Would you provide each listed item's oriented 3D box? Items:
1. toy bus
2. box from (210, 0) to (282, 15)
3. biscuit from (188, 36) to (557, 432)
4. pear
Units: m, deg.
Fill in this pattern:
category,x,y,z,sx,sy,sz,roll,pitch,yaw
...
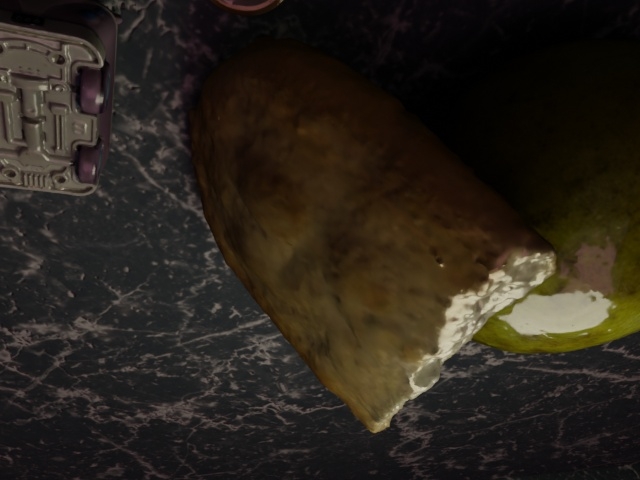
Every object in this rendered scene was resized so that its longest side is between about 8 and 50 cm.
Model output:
category,x,y,z,sx,sy,sz,roll,pitch,yaw
toy bus,-0.285,-0.159,0.572,0.142,0.142,0.202,8,137,-18
box,-0.074,-0.278,0.555,0.106,0.037,0.105,-5,139,-5
biscuit,-0.001,0.001,0.623,0.104,0.446,0.429,-36,168,-30
pear,0.270,-0.051,0.647,0.413,0.351,0.352,-38,131,23
